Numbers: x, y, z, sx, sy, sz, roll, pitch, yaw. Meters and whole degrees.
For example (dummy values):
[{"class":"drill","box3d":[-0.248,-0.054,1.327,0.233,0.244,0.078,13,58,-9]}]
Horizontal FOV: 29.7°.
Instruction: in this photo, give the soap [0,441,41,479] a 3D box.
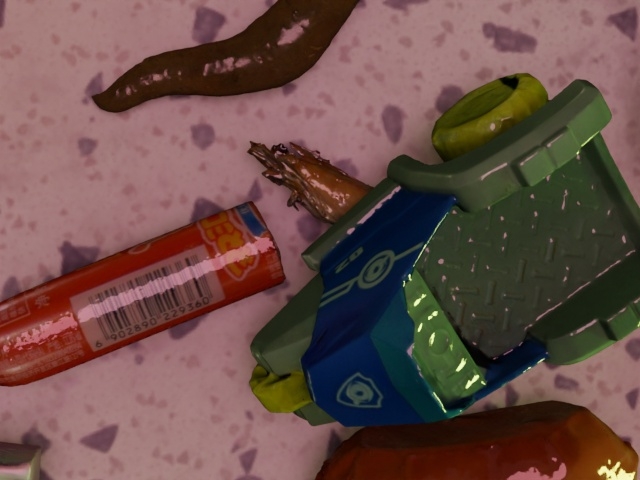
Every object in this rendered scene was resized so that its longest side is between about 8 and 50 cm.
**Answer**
[{"class":"soap","box3d":[-0.289,0.181,0.908,0.149,0.100,0.056,3,89,-6]}]

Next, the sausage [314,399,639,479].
[{"class":"sausage","box3d":[0.120,0.199,0.945,0.258,0.133,0.133,-9,92,-10]}]

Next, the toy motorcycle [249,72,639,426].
[{"class":"toy motorcycle","box3d":[0.100,0.038,0.885,0.326,0.200,0.191,-36,109,-7]}]

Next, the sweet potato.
[{"class":"sweet potato","box3d":[-0.058,-0.147,0.950,0.249,0.059,0.069,-27,74,-2]}]

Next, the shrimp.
[{"class":"shrimp","box3d":[0.000,0.000,0.971,0.178,0.034,0.124,29,91,-16]}]

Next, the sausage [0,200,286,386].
[{"class":"sausage","box3d":[-0.164,0.051,0.933,0.274,0.074,0.074,-23,94,-5]}]
